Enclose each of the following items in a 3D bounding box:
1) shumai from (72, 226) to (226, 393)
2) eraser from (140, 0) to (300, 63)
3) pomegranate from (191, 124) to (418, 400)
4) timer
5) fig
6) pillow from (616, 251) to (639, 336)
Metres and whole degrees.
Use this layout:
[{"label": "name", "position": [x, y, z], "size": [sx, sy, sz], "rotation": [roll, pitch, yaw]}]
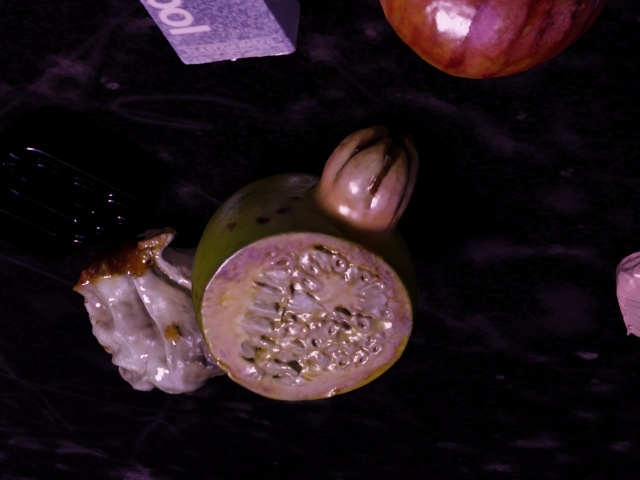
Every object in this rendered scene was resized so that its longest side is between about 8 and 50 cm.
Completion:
[{"label": "shumai", "position": [-0.133, 0.039, 1.607], "size": [0.184, 0.184, 0.142], "rotation": [-4, 121, 20]}, {"label": "eraser", "position": [-0.091, -0.200, 1.187], "size": [0.092, 0.046, 0.212], "rotation": [-4, 150, 19]}, {"label": "pomegranate", "position": [-0.014, 0.003, 1.459], "size": [0.190, 0.159, 0.241], "rotation": [-2, 125, -1]}, {"label": "timer", "position": [-0.240, -0.045, 1.513], "size": [0.144, 0.055, 0.187], "rotation": [28, 150, -32]}, {"label": "fig", "position": [0.127, -0.193, 1.064], "size": [0.202, 0.148, 0.149], "rotation": [-38, 176, 12]}, {"label": "pillow", "position": [0.393, 0.046, 1.524], "size": [0.270, 0.067, 0.173], "rotation": [-3, 156, 19]}]
